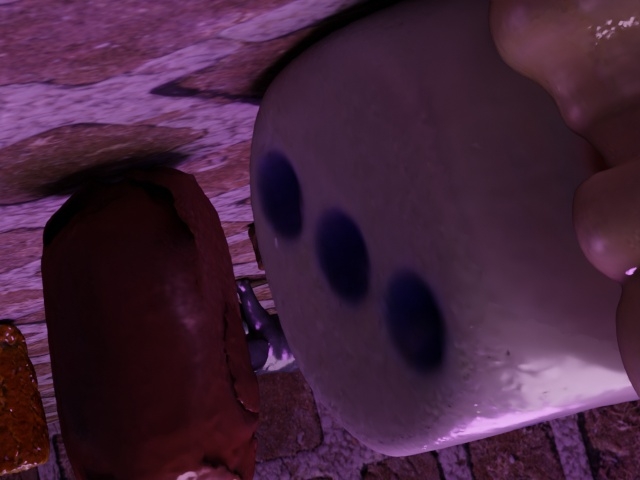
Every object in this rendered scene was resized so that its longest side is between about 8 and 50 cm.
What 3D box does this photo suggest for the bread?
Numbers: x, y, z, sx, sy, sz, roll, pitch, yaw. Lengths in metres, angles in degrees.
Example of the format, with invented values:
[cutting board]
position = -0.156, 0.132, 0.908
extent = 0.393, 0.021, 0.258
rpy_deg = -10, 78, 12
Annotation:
[bread]
position = -0.376, 0.188, 2.160
extent = 0.103, 0.172, 0.132
rpy_deg = -13, 174, -18

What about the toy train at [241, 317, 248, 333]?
[toy train]
position = -0.184, 0.109, 2.262
extent = 0.188, 0.099, 0.072
rpy_deg = -14, 176, -20

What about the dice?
[dice]
position = 0.149, -0.019, 1.216
extent = 0.304, 0.277, 0.304
rpy_deg = -14, 172, -24

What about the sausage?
[sausage]
position = -0.128, 0.084, 1.409
extent = 0.152, 0.279, 0.152
rpy_deg = -10, 170, -2

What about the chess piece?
[chess piece]
position = 0.189, -0.044, 0.974
extent = 0.167, 0.299, 0.167
rpy_deg = -14, 172, -2

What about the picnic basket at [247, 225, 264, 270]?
[picnic basket]
position = 0.000, 0.000, 1.959
extent = 0.110, 0.055, 0.193
rpy_deg = -17, 175, 19

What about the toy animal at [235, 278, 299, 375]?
[toy animal]
position = -0.090, 0.118, 2.390
extent = 0.269, 0.137, 0.082
rpy_deg = -20, 180, -31
